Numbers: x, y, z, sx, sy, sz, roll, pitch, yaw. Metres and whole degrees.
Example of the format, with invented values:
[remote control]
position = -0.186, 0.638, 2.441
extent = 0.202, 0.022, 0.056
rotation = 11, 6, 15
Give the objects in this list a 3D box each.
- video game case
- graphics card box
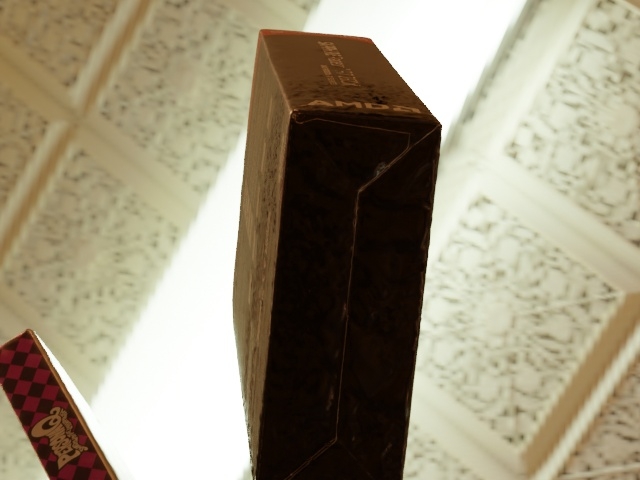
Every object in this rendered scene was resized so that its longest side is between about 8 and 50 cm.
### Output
[video game case]
position = -0.119, 0.192, 1.214
extent = 0.042, 0.210, 0.232
rotation = -32, -141, -6
[graphics card box]
position = 0.000, 0.000, 1.231
extent = 0.094, 0.371, 0.233
rotation = 5, -78, -5
